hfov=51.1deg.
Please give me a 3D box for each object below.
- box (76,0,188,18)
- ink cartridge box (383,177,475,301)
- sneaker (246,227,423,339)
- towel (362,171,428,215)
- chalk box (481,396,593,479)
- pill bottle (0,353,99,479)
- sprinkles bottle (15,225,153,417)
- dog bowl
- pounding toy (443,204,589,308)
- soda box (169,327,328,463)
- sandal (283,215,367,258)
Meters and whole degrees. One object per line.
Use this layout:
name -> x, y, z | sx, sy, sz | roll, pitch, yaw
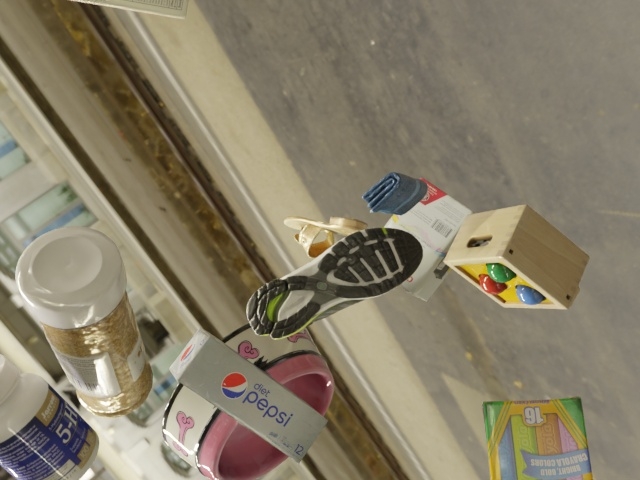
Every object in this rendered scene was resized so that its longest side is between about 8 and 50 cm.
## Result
box -> -0.303, -0.417, 0.940 | 0.127, 0.232, 0.148 | 54, 134, 48
ink cartridge box -> 0.182, -0.001, 1.179 | 0.127, 0.175, 0.072 | 41, -174, 35
sneaker -> 0.026, 0.065, 1.100 | 0.121, 0.300, 0.111 | 15, -128, -80
towel -> 0.110, -0.064, 0.945 | 0.029, 0.067, 0.119 | 57, -157, 20
chalk box -> 0.296, 0.328, 0.900 | 0.132, 0.132, 0.213 | 53, -147, -65
pill bottle -> -0.394, 0.244, 0.891 | 0.112, 0.112, 0.186 | 26, 151, 54
sprinkles bottle -> -0.311, 0.128, 0.923 | 0.121, 0.121, 0.355 | 44, 152, 22
dog bowl -> -0.140, 0.372, 1.497 | 0.150, 0.408, 0.408 | 41, 160, 32
pounding toy -> 0.281, 0.054, 0.945 | 0.206, 0.094, 0.181 | 35, 162, -18
soda box -> -0.129, 0.281, 1.218 | 0.286, 0.098, 0.091 | 39, 169, -19
sandal -> -0.005, -0.002, 1.389 | 0.088, 0.079, 0.240 | 22, 166, -39
